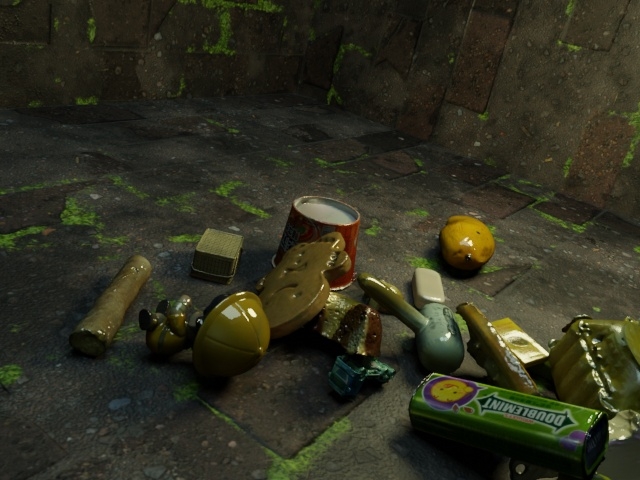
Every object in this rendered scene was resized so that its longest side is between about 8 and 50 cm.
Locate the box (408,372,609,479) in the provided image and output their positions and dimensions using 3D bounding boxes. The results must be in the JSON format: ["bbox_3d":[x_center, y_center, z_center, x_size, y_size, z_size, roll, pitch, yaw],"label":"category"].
[{"bbox_3d":[0.345,0.337,1.171,0.345,0.097,0.134,5,25,41],"label":"box"}]

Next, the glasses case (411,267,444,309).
[{"bbox_3d":[0.308,0.141,1.793,0.083,0.050,0.196,16,24,0],"label":"glasses case"}]

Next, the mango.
[{"bbox_3d":[0.490,0.002,2.086,0.186,0.144,0.359,22,22,13],"label":"mango"}]

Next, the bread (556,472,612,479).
[{"bbox_3d":[0.458,0.466,1.071,0.129,0.115,0.111,18,25,9],"label":"bread"}]

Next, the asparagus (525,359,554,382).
[{"bbox_3d":[0.545,0.305,1.543,0.277,0.060,0.067,23,36,23],"label":"asparagus"}]

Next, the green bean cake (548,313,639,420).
[{"bbox_3d":[0.682,0.304,1.362,0.284,0.202,0.310,9,42,-8],"label":"green bean cake"}]

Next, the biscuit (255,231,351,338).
[{"bbox_3d":[-0.059,0.099,1.504,0.275,0.052,0.355,-17,27,32],"label":"biscuit"}]

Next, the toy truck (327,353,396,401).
[{"bbox_3d":[0.090,0.293,1.339,0.067,0.081,0.175,34,12,37],"label":"toy truck"}]

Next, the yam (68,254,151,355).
[{"bbox_3d":[-0.452,0.133,1.386,0.081,0.081,0.357,12,25,-2],"label":"yam"}]

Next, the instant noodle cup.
[{"bbox_3d":[0.000,0.000,1.768,0.250,0.192,0.250,11,24,-5],"label":"instant noodle cup"}]

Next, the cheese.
[{"bbox_3d":[0.496,0.412,1.183,0.286,0.163,0.082,-6,10,-5],"label":"cheese"}]

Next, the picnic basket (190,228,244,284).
[{"bbox_3d":[-0.274,0.040,1.675,0.115,0.080,0.164,12,24,-2],"label":"picnic basket"}]

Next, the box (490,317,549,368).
[{"bbox_3d":[0.482,0.251,1.544,0.086,0.023,0.155,-7,33,-27],"label":"box"}]

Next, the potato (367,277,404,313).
[{"bbox_3d":[0.187,0.151,1.693,0.103,0.067,0.096,18,28,6],"label":"potato"}]

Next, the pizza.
[{"bbox_3d":[0.398,0.279,1.400,0.089,0.223,0.323,-31,32,4],"label":"pizza"}]

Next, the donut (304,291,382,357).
[{"bbox_3d":[0.075,0.190,1.411,0.151,0.113,0.295,20,-1,-29],"label":"donut"}]

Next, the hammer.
[{"bbox_3d":[0.206,0.177,1.481,0.305,0.113,0.202,37,18,-11],"label":"hammer"}]

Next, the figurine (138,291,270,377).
[{"bbox_3d":[-0.227,0.193,1.269,0.256,0.167,0.192,-5,-14,20],"label":"figurine"}]
